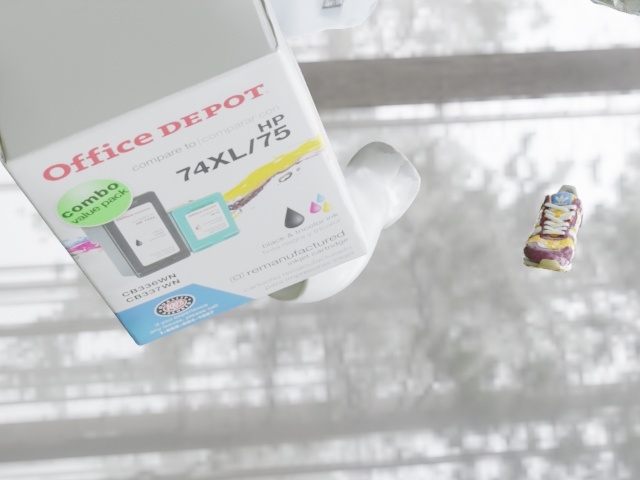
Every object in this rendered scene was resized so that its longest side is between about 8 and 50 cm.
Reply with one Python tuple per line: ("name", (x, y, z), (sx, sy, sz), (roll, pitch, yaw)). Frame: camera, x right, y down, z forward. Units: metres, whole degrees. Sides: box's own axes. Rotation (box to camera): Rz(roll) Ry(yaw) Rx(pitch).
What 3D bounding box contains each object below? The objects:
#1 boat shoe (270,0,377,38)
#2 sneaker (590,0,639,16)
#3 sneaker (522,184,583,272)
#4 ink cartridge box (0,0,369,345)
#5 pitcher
("boat shoe", (-0.039, -0.315, 2.023), (0.306, 0.105, 0.113), (-20, 128, -57))
("sneaker", (0.332, -0.267, 1.717), (0.085, 0.086, 0.237), (-59, -173, 9))
("sneaker", (0.301, -0.018, 2.143), (0.185, 0.070, 0.083), (-56, 154, -70))
("ink cartridge box", (-0.110, -0.094, 1.196), (0.270, 0.198, 0.197), (63, 5, -57))
("pitcher", (0.000, 0.000, 1.813), (0.207, 0.125, 0.177), (-38, 164, -46))
